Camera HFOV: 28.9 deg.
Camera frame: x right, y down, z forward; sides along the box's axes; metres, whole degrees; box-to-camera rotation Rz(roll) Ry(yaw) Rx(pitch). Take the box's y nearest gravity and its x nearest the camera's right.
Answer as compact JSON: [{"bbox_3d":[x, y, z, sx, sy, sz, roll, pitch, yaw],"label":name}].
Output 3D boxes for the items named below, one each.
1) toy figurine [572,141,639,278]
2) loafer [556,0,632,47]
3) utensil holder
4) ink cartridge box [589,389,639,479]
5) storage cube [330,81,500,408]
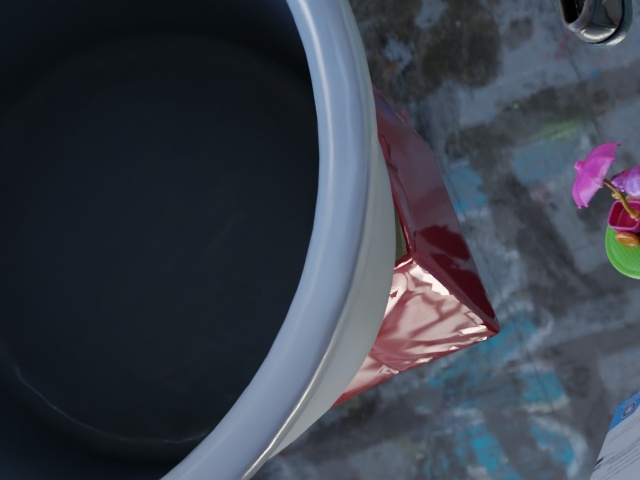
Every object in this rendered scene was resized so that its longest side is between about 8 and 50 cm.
[{"bbox_3d":[0.355,-0.046,1.378,0.173,0.130,0.159,4,157,47],"label":"toy figurine"},{"bbox_3d":[0.308,-0.363,1.492,0.084,0.267,0.096,4,159,-42],"label":"loafer"},{"bbox_3d":[-0.124,-0.014,0.631,0.328,0.385,0.327,0,85,6],"label":"utensil holder"},{"bbox_3d":[0.316,0.207,1.132,0.082,0.190,0.139,36,137,-3],"label":"ink cartridge box"},{"bbox_3d":[0.000,0.000,0.946,0.184,0.215,0.193,-27,150,16],"label":"storage cube"}]
